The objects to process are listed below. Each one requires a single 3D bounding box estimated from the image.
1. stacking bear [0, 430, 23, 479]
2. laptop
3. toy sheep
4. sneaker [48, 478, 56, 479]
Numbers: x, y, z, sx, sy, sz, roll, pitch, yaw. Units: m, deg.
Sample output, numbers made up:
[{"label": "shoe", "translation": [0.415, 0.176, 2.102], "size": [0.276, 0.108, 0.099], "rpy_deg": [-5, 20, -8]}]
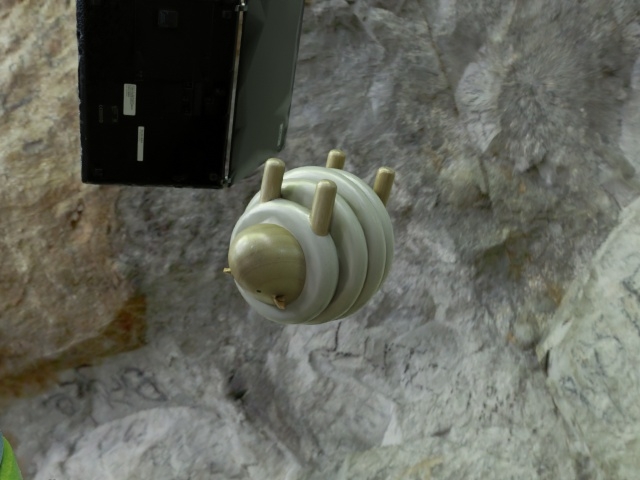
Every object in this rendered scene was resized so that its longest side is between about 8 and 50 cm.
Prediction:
[{"label": "stacking bear", "translation": [-0.203, 0.162, 0.329], "size": [0.175, 0.164, 0.289], "rpy_deg": [-14, -70, 9]}, {"label": "laptop", "translation": [-0.146, -0.193, 0.838], "size": [0.264, 0.136, 0.234], "rpy_deg": [1, -58, -15]}, {"label": "toy sheep", "translation": [0.000, 0.000, 0.372], "size": [0.091, 0.132, 0.091], "rpy_deg": [8, -76, 36]}, {"label": "sneaker", "translation": [-0.268, 0.291, 0.716], "size": [0.152, 0.058, 0.084], "rpy_deg": [-6, -55, 55]}]
